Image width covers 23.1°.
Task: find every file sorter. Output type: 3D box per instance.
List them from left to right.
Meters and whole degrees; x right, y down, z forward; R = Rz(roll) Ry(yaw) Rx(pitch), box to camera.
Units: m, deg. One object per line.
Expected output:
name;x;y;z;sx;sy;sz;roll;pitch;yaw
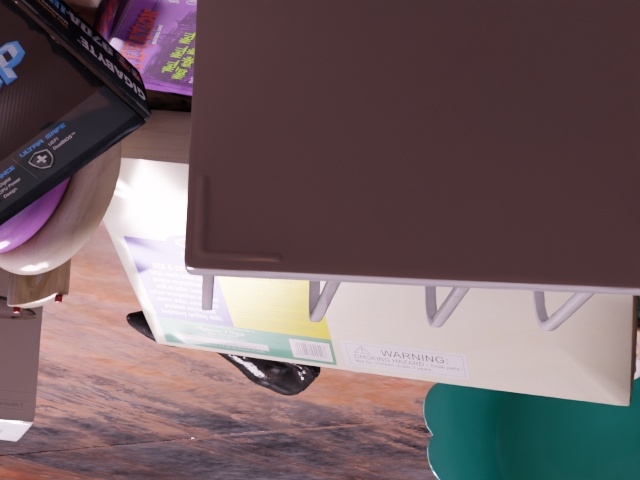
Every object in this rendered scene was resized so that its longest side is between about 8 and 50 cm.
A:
file sorter;0.070;-0.054;0.830;0.277;0.193;0.173;3;165;-5

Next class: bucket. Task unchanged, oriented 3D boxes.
bucket;0.267;0.210;1.689;0.281;0.281;0.183;-8;165;26

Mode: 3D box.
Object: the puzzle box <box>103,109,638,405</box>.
puzzle box;0.038;0.014;1.195;0.408;0.052;0.272;7;147;14

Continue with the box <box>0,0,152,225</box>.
box;-0.238;-0.075;0.918;0.220;0.051;0.175;-33;134;14

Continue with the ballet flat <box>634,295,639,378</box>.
ballet flat;0.344;0.092;1.525;0.316;0.107;0.106;13;128;-31

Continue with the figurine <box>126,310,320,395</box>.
figurine;-0.063;0.083;1.605;0.209;0.092;0.215;17;156;-31

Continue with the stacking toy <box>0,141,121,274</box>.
stacking toy;-0.293;-0.087;1.005;0.141;0.141;0.330;-14;153;41

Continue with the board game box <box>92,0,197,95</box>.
board game box;0.003;-0.159;0.885;0.208;0.056;0.347;3;163;-20

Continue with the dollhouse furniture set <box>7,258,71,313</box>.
dollhouse furniture set;-0.301;-0.012;1.231;0.183;0.129;0.129;-14;157;40

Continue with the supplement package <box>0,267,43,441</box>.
supplement package;-0.320;0.089;1.470;0.105;0.179;0.105;7;162;-17
